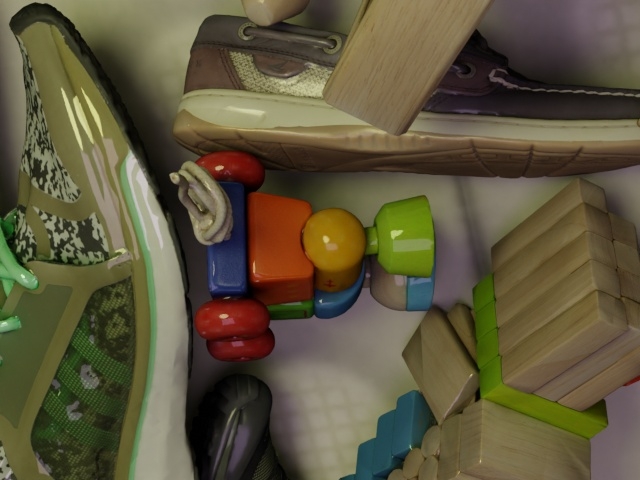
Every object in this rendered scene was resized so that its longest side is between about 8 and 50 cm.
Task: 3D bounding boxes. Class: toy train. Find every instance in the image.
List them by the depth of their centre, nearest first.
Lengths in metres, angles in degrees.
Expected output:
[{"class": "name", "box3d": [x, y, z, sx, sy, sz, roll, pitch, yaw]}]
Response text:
[{"class": "toy train", "box3d": [0.000, 0.000, 0.780, 0.143, 0.248, 0.105, -3, 78, -1]}]

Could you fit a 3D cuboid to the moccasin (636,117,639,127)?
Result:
[{"class": "moccasin", "box3d": [0.230, -0.131, 0.734, 0.147, 0.139, 0.380, -19, 114, 30]}]

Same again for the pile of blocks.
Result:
[{"class": "pile of blocks", "box3d": [0.108, 0.137, 0.876, 0.113, 0.149, 0.362, 23, 112, -24]}]

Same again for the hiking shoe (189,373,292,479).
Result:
[{"class": "hiking shoe", "box3d": [-0.032, 0.187, 0.953, 0.114, 0.086, 0.226, 0, 119, -9]}]

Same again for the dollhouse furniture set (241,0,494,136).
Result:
[{"class": "dollhouse furniture set", "box3d": [-0.071, -0.222, 0.642, 0.356, 0.173, 0.303, 25, 144, -7]}]

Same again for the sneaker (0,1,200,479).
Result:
[{"class": "sneaker", "box3d": [-0.175, 0.067, 0.836, 0.182, 0.158, 0.410, -9, 113, -16]}]

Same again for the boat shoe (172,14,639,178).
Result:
[{"class": "boat shoe", "box3d": [0.059, -0.087, 0.799, 0.285, 0.103, 0.092, 2, 82, 7]}]
